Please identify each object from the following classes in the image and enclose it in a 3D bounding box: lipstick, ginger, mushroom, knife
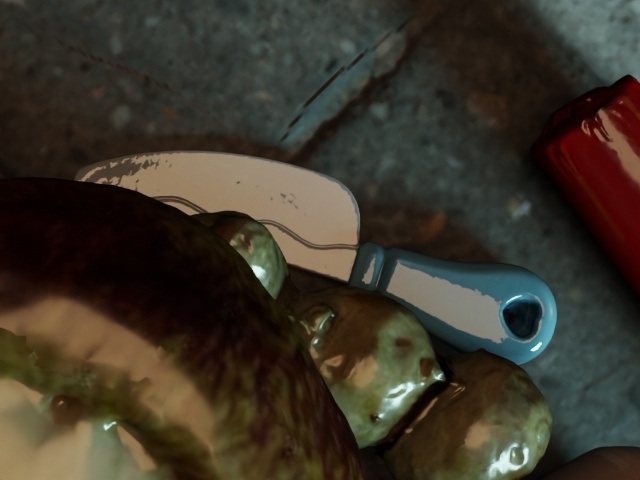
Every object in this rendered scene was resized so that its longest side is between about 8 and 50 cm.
[{"bbox_3d":[0.209,0.043,0.670,0.073,0.073,0.279,-38,93,-10],"label":"lipstick"},{"bbox_3d":[0.008,0.056,0.618,0.204,0.104,0.080,30,57,-4],"label":"ginger"},{"bbox_3d":[-0.145,0.152,0.491,0.346,0.259,0.345,1,103,5],"label":"mushroom"},{"bbox_3d":[0.001,-0.002,0.664,0.244,0.032,0.058,23,86,-3],"label":"knife"}]

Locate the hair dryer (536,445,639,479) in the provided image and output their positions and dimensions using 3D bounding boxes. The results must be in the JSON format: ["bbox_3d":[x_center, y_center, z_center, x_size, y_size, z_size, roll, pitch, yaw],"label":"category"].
[{"bbox_3d":[0.138,0.282,0.639,0.189,0.107,0.344,-27,99,-12],"label":"hair dryer"}]
